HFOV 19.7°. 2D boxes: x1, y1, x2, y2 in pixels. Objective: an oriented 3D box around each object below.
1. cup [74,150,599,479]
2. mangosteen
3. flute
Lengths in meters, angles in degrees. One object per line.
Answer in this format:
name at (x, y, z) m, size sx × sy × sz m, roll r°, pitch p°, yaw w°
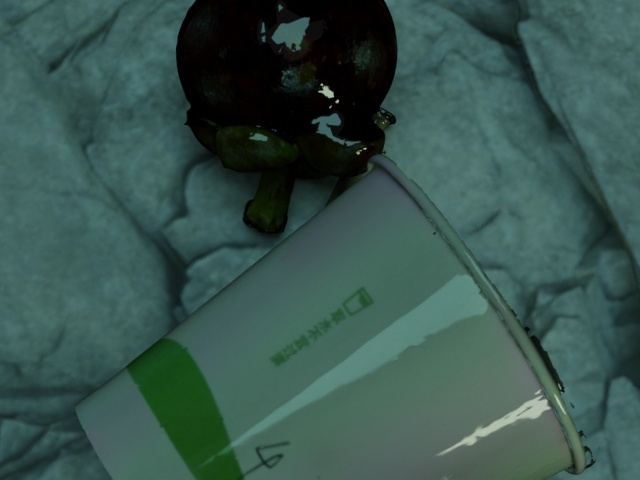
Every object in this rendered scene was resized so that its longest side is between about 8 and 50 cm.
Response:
cup at (0.001, 0.117, 1.208) m, size 0.274 × 0.253 × 0.253 m, roll -34°, pitch 72°, yaw -5°
mangosteen at (-0.017, -0.121, 1.346) m, size 0.172 × 0.172 × 0.184 m, roll -28°, pitch 81°, yaw -12°
flute at (0.000, 0.000, 1.361) m, size 0.027 × 0.027 × 0.233 m, roll 22°, pitch 68°, yaw 8°
